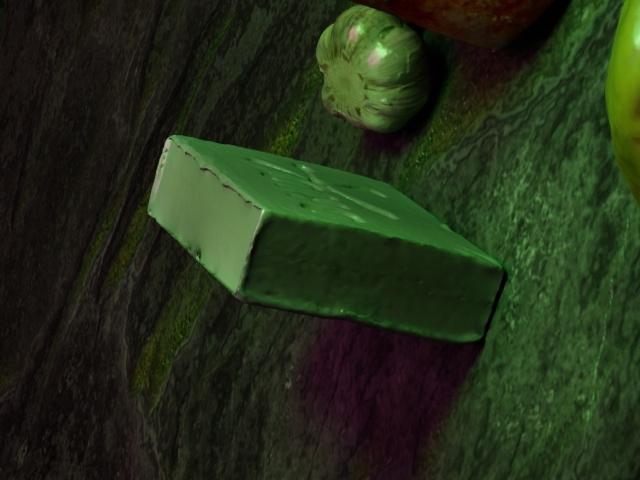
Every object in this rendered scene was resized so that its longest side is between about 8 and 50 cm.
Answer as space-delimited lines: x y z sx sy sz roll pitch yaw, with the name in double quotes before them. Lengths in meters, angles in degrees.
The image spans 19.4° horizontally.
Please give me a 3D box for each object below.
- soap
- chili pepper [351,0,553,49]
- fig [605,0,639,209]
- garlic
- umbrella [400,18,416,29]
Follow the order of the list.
"soap" 0.000 0.000 1.930 0.296 0.285 0.107 39 113 59
"chili pepper" 0.090 -0.334 1.894 0.229 0.305 0.251 -16 66 63
"fig" 0.353 -0.096 1.272 0.343 0.343 0.343 -37 46 52
"garlic" 0.063 -0.194 2.088 0.147 0.102 0.159 44 147 27
"umbrella" 0.130 -0.342 2.093 0.066 0.059 0.236 46 119 33
